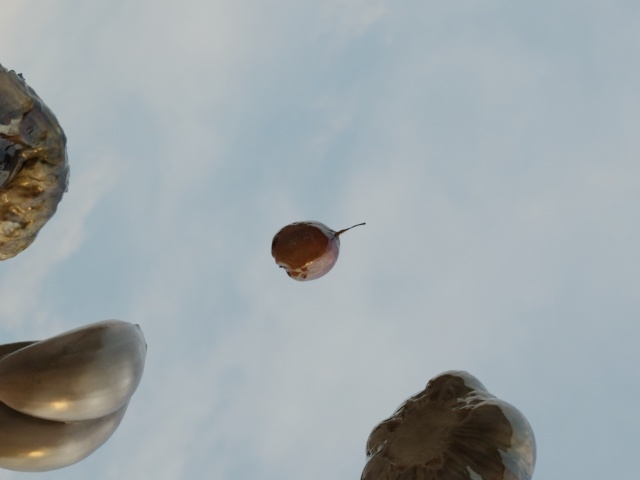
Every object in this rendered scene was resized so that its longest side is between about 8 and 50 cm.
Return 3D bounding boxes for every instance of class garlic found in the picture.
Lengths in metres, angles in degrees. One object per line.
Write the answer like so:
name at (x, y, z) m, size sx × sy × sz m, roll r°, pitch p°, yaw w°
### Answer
garlic at (-0.428, 0.201, 1.903) m, size 0.231 × 0.340 × 0.246 m, roll 105°, pitch -15°, yaw -51°
garlic at (0.101, 0.182, 1.001) m, size 0.147 × 0.102 × 0.159 m, roll -24°, pitch -149°, yaw 14°

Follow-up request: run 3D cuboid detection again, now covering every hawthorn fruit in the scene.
hawthorn fruit at (0.000, 0.000, 1.338) m, size 0.103 × 0.067 × 0.067 m, roll -33°, pitch -135°, yaw 11°

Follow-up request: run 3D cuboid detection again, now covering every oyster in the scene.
oyster at (-0.376, -0.095, 1.564) m, size 0.094 × 0.294 × 0.166 m, roll 34°, pitch -114°, yaw 20°
